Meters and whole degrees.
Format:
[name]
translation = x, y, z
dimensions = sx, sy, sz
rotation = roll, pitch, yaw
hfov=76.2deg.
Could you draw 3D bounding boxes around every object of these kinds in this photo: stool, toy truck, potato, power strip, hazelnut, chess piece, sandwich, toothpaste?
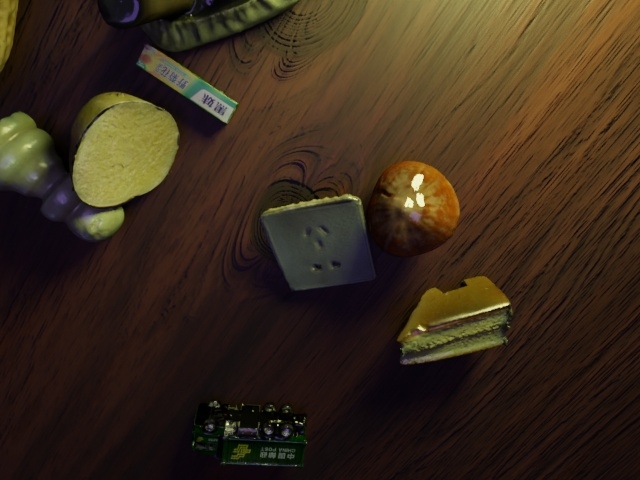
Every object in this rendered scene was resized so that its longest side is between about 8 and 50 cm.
[stool]
translation = -0.186, -0.463, 0.567
dimensions = 0.310, 0.226, 0.310
rotation = -21, 110, 4
[toy truck]
translation = -0.162, 0.447, 0.949
dimensions = 0.259, 0.088, 0.121
rotation = 7, 108, -7
[potato]
translation = -0.360, -0.169, 0.707
dimensions = 0.117, 0.182, 0.202
rotation = 39, 114, 20
[power strip]
translation = 0.000, 0.000, 0.812
dimensions = 0.198, 0.064, 0.213
rotation = -7, 125, 13
[hazelnut]
translation = 0.174, -0.054, 0.754
dimensions = 0.182, 0.182, 0.182
rotation = -1, 109, -3
[chess piece]
translation = -0.470, -0.093, 0.730
dimensions = 0.133, 0.133, 0.243
rotation = -43, 111, 10
[sandwich]
translation = 0.268, 0.177, 0.867
dimensions = 0.235, 0.128, 0.122
rotation = -14, 113, 2
[toothpaste]
translation = -0.233, -0.277, 0.724
dimensions = 0.178, 0.037, 0.043
rotation = 32, 103, -13

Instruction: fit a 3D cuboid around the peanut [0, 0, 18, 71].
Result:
[peanut]
translation = -0.556, -0.352, 0.617
dimensions = 0.140, 0.153, 0.325
rotation = 23, 99, -6
